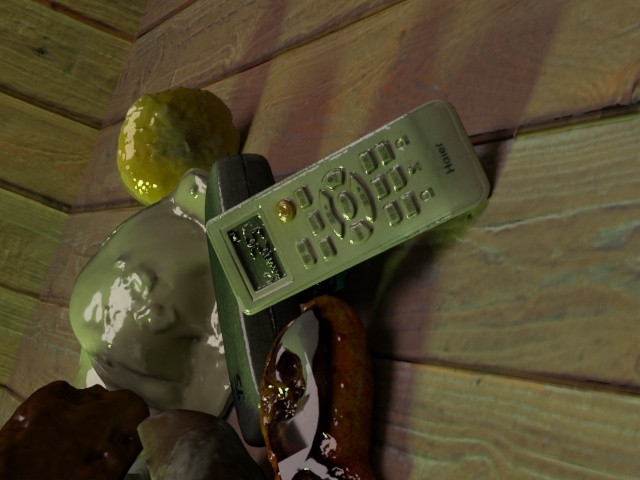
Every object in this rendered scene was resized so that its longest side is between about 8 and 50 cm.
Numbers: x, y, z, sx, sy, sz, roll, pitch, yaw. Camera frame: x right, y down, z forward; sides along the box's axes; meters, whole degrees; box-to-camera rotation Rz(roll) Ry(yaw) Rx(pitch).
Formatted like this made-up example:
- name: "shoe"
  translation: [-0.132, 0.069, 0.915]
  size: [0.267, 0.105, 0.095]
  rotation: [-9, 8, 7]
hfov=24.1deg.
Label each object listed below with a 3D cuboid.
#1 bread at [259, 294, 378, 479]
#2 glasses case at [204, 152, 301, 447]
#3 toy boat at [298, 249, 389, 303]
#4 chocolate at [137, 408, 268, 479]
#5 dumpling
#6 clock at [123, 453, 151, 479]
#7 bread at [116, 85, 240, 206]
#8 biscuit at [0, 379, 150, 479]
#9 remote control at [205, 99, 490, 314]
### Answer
- name: "bread"
  translation: [0.005, 0.176, 1.471]
  size: [0.139, 0.095, 0.269]
  rotation: [-41, 45, 33]
- name: "glasses case"
  translation: [-0.072, 0.063, 1.669]
  size: [0.131, 0.074, 0.323]
  rotation: [111, 151, -61]
- name: "toy boat"
  translation: [0.000, 0.000, 1.696]
  size: [0.299, 0.092, 0.134]
  rotation: [173, 86, -77]
- name: "chocolate"
  translation: [-0.103, 0.257, 1.608]
  size: [0.080, 0.157, 0.254]
  rotation: [-48, 20, 3]
- name: "dumpling"
  translation: [-0.187, 0.111, 2.001]
  size: [0.315, 0.233, 0.395]
  rotation: [43, 110, 36]
- name: "clock"
  translation: [-0.269, 0.391, 2.075]
  size: [0.236, 0.053, 0.236]
  rotation: [-55, 23, 38]
- name: "bread"
  translation: [-0.229, -0.140, 2.365]
  size: [0.170, 0.197, 0.197]
  rotation: [162, 128, -76]
- name: "biscuit"
  translation: [-0.387, 0.365, 1.921]
  size: [0.342, 0.166, 0.395]
  rotation: [-53, -1, -36]
- name: "remote control"
  translation: [0.026, -0.031, 1.496]
  size: [0.313, 0.109, 0.055]
  rotation: [-27, -4, 33]
